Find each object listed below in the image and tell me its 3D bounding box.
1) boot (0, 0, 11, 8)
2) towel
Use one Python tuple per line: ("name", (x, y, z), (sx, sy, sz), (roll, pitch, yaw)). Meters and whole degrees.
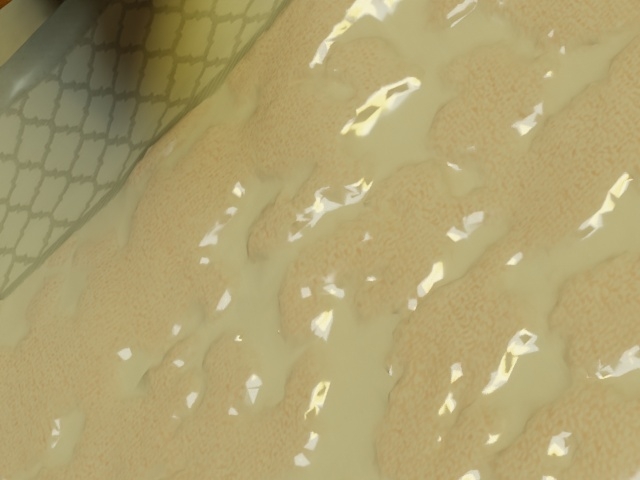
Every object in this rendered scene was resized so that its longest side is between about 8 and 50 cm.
("boot", (-0.060, -0.167, 0.484), (0.211, 0.104, 0.295), (-48, 5, 5))
("towel", (0.000, 0.000, 0.428), (0.332, 0.053, 0.317), (-43, 41, 17))
